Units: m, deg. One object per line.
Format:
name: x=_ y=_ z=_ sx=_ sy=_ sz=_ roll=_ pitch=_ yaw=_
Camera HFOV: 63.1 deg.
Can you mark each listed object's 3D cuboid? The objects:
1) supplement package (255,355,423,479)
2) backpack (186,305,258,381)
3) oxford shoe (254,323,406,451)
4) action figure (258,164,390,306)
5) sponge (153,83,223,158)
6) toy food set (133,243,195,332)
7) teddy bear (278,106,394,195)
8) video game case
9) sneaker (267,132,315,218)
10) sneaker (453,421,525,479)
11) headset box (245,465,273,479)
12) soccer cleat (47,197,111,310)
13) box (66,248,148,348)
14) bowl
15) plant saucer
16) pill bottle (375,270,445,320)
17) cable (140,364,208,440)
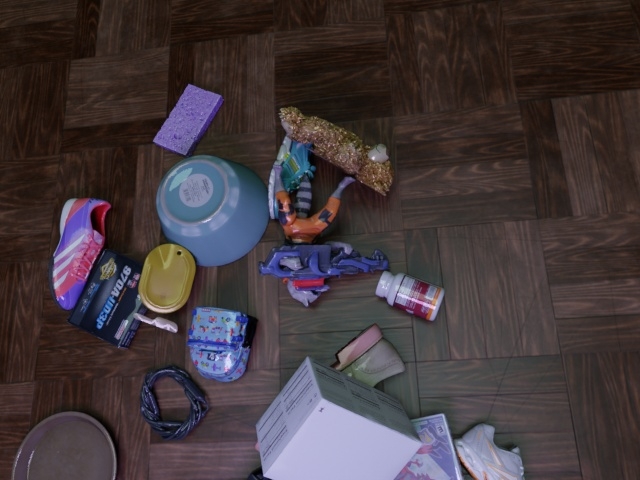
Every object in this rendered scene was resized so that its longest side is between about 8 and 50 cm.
supplement package: x=0.034 y=0.404 z=1.082 sx=0.262 sy=0.145 sz=0.204 roll=31 pitch=101 yaw=-22
backpack: x=-0.250 y=0.256 z=1.281 sx=0.158 sy=0.117 sz=0.173 roll=9 pitch=78 yaw=12
oxford shoe: x=0.023 y=0.371 z=1.194 sx=0.397 sy=0.140 sz=0.146 roll=-42 pitch=82 yaw=-1
action figure: x=0.000 y=0.000 z=1.303 sx=0.342 sy=0.179 sz=0.329 roll=8 pitch=91 yaw=-24
sponge: x=-0.385 y=-0.351 z=1.524 sx=0.117 sy=0.031 sz=0.210 roll=25 pitch=79 yaw=15
toy food set: x=-0.402 y=0.115 z=1.353 sx=0.128 sy=0.071 sz=0.217 roll=16 pitch=87 yaw=-14
teddy bear: x=0.045 y=-0.242 z=1.300 sx=0.338 sy=0.245 sz=0.113 roll=32 pitch=96 yaw=8
video game case: x=0.206 y=0.491 z=1.147 sx=0.202 sy=0.023 sz=0.183 roll=-22 pitch=70 yaw=26
sneaker: x=-0.072 y=-0.183 z=1.392 sx=0.110 sy=0.107 sz=0.275 roll=19 pitch=78 yaw=3
sneaker: x=0.406 y=0.510 z=1.114 sx=0.121 sy=0.099 sz=0.262 roll=-37 pitch=73 yaw=-8
headset box: x=-0.126 y=0.689 z=1.124 sx=0.246 sy=0.131 sz=0.283 roll=34 pitch=82 yaw=17
soccer cleat: x=-0.649 y=0.031 z=1.415 sx=0.117 sy=0.108 sz=0.317 roll=-4 pitch=70 yaw=10
box: x=-0.544 y=0.153 z=1.390 sx=0.175 sy=0.051 sz=0.220 roll=22 pitch=78 yaw=14
bowl: x=-0.302 y=-0.098 z=1.369 sx=0.312 sy=0.163 sz=0.311 roll=-2 pitch=74 yaw=9
plant saucer: x=-0.625 y=0.566 z=1.287 sx=0.278 sy=0.041 sz=0.277 roll=-2 pitch=74 yaw=9
pill bottle: x=0.216 y=0.129 z=1.259 sx=0.152 sy=0.086 sz=0.086 roll=21 pitch=78 yaw=15
cable: x=-0.375 y=0.401 z=1.299 sx=0.184 sy=0.047 sz=0.150 roll=40 pitch=88 yaw=15
